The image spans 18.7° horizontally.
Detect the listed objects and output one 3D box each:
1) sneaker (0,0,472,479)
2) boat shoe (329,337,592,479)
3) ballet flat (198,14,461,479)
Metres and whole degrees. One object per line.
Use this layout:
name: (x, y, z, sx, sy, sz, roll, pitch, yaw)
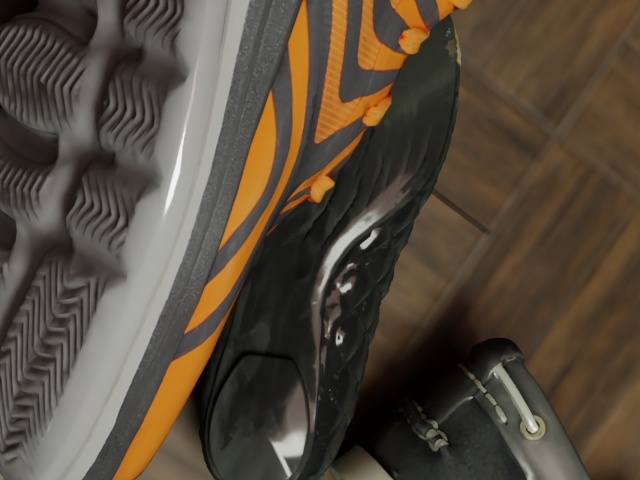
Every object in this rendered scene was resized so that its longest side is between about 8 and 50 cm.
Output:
sneaker: (0.022, -0.067, 0.536, 0.180, 0.124, 0.321, 13, 104, -34)
boat shoe: (0.103, 0.132, 0.660, 0.079, 0.084, 0.233, -45, 113, -10)
ballet flat: (0.000, 0.000, 0.617, 0.057, 0.049, 0.173, 20, 90, 3)
